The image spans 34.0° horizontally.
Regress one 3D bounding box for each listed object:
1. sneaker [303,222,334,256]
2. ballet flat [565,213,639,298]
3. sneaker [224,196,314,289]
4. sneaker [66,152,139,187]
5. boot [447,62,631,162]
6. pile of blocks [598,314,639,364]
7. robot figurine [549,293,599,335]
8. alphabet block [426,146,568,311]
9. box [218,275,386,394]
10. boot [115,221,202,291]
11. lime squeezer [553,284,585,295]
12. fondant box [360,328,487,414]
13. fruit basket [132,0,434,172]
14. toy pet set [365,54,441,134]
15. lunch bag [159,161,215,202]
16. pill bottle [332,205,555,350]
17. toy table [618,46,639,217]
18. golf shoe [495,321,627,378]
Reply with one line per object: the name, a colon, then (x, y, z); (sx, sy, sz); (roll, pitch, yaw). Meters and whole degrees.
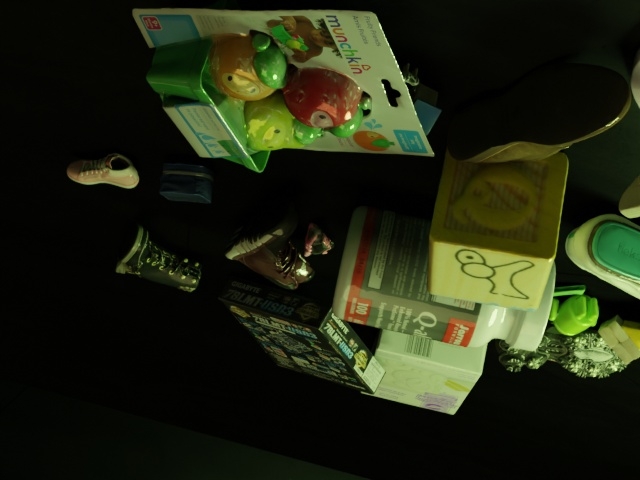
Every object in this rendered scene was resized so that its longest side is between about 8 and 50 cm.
sneaker: (0.000, 0.000, 2.008); (0.057, 0.047, 0.119); (9, 162, -5)
ballet flat: (0.587, 0.065, 1.775); (0.400, 0.139, 0.139); (26, 152, -15)
sneaker: (-0.062, 0.014, 1.967); (0.162, 0.106, 0.281); (36, 159, -13)
sneaker: (-0.402, -0.136, 1.917); (0.134, 0.051, 0.070); (9, 153, 3)
boot: (0.321, -0.168, 1.455); (0.115, 0.112, 0.305); (11, 167, -34)
pile of blocks: (0.720, 0.187, 1.987); (0.362, 0.149, 0.112); (16, -161, 17)
robot figurine: (0.492, 0.144, 2.023); (0.101, 0.067, 0.115); (6, 157, -13)
alphabet block: (0.274, -0.023, 1.644); (0.192, 0.193, 0.197); (9, 154, 8)
box: (-0.039, 0.211, 2.308); (0.296, 0.073, 0.293); (12, 150, 38)
boot: (-0.332, 0.038, 2.200); (0.179, 0.085, 0.236); (17, 161, -13)
lime squeezer: (0.336, 0.089, 2.001); (0.310, 0.058, 0.110); (16, 155, -2)
fondant box: (0.233, 0.292, 2.425); (0.238, 0.096, 0.330); (13, 156, 2)
fruit basket: (-0.048, -0.201, 1.445); (0.353, 0.165, 0.327); (11, 156, 25)
toy pet set: (0.107, -0.198, 1.514); (0.114, 0.065, 0.122); (23, 154, -19)
lunch bag: (-0.241, -0.107, 1.878); (0.098, 0.065, 0.067); (5, 169, 15)
pill bottle: (0.215, 0.074, 1.850); (0.363, 0.210, 0.210); (12, 155, 3)
toy table: (0.504, -0.128, 1.353); (0.274, 0.160, 0.252); (24, 153, -24)
golf shoe: (0.490, 0.204, 2.122); (0.273, 0.120, 0.105); (6, 115, -2)
